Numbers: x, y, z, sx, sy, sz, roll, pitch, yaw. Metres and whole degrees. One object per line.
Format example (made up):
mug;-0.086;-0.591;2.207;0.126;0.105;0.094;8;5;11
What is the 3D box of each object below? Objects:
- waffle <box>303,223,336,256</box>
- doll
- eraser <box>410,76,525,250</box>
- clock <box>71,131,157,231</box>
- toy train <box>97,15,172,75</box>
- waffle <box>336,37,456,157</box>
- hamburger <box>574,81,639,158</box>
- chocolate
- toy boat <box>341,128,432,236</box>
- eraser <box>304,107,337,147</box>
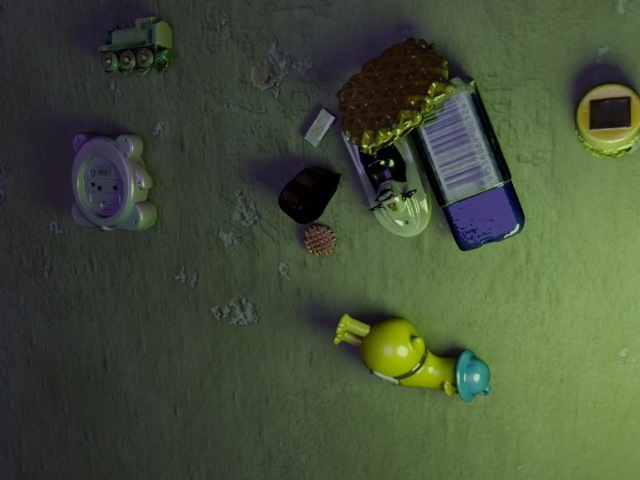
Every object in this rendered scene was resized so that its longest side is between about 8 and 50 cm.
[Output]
waffle;0.000;0.000;1.516;0.083;0.029;0.075;15;108;15
doll;0.206;0.262;1.453;0.363;0.145;0.199;22;150;6
eraser;0.295;-0.155;1.323;0.155;0.101;0.332;-21;96;24
clock;-0.532;-0.149;1.658;0.228;0.090;0.247;5;103;20
toy train;-0.442;-0.459;1.556;0.194;0.081;0.125;2;93;24
waffle;0.140;-0.292;1.298;0.245;0.254;0.052;-34;133;17
hamburger;0.540;-0.225;1.220;0.127;0.081;0.141;-18;83;22
chocolate;-0.029;-0.107;1.469;0.080;0.125;0.148;37;77;19
toy boat;0.142;-0.139;1.372;0.141;0.141;0.269;-22;80;25
eraser;0.000;-0.251;1.459;0.038;0.019;0.083;39;114;7
